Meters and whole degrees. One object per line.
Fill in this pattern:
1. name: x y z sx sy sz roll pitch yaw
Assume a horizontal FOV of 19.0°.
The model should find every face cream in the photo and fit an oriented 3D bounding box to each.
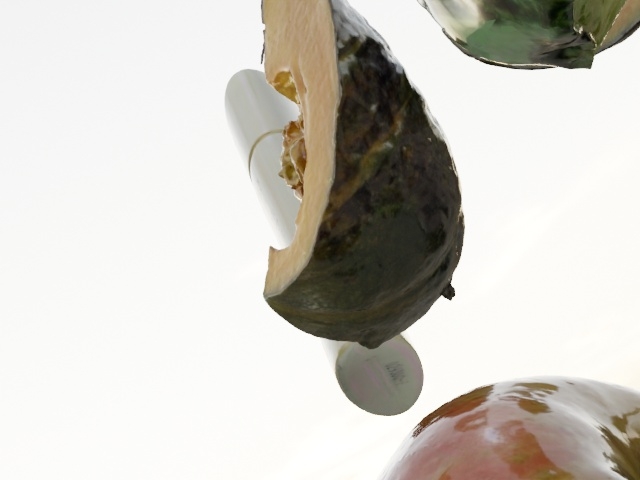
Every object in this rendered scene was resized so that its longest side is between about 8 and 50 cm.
1. face cream: 0.000 0.000 1.891 0.081 0.348 0.173 -26 -35 3

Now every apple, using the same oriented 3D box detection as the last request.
1. apple: 0.090 0.194 0.991 0.293 0.163 0.251 -25 -50 -64

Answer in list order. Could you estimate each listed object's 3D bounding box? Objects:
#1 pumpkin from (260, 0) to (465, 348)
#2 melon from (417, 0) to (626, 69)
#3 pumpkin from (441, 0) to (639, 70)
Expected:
1. pumpkin: 0.051 -0.069 1.383 0.163 0.279 0.111 8 -21 -28
2. melon: 0.120 -0.275 0.965 0.226 0.344 0.331 26 -13 -35
3. pumpkin: 0.228 -0.217 1.437 0.254 0.149 0.130 -56 -29 16
